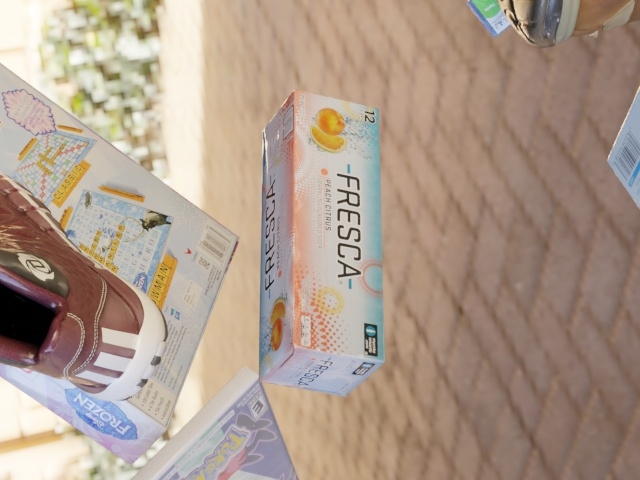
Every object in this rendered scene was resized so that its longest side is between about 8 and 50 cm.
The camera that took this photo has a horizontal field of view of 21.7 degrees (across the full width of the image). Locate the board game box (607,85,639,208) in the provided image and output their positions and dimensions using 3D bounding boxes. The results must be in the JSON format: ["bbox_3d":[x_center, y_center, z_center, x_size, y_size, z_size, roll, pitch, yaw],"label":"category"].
[{"bbox_3d":[0.341,-0.023,1.158,0.224,0.098,0.303,102,146,-55],"label":"board game box"}]

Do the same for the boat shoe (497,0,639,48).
[{"bbox_3d":[0.189,-0.281,1.077,0.122,0.120,0.324,-110,19,-53],"label":"boat shoe"}]

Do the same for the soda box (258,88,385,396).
[{"bbox_3d":[0.000,0.000,1.033,0.058,0.063,0.183,132,144,-54],"label":"soda box"}]

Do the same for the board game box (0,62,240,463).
[{"bbox_3d":[-0.249,0.009,1.570,0.066,0.318,0.318,-45,15,31],"label":"board game box"}]

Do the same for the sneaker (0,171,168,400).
[{"bbox_3d":[-0.244,0.008,1.138,0.281,0.162,0.106,28,93,28],"label":"sneaker"}]

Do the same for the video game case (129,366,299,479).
[{"bbox_3d":[-0.103,0.240,1.494,0.023,0.201,0.183,23,146,36],"label":"video game case"}]

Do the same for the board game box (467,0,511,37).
[{"bbox_3d":[0.173,-0.223,1.286,0.035,0.136,0.201,50,-168,-8],"label":"board game box"}]
